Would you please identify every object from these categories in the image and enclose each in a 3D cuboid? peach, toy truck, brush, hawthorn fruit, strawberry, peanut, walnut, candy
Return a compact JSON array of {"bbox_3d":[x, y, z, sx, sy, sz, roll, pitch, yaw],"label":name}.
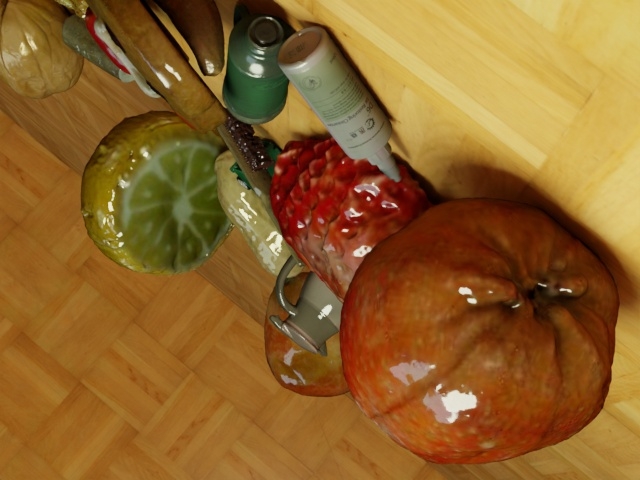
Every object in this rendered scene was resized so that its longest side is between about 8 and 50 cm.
[{"bbox_3d":[-0.005,0.152,1.901,0.214,0.214,0.235,27,145,49],"label":"peach"},{"bbox_3d":[-0.056,-0.073,1.520,0.147,0.065,0.079,47,168,-28],"label":"toy truck"},{"bbox_3d":[-0.070,-0.076,1.416,0.036,0.043,0.248,-45,69,45],"label":"brush"},{"bbox_3d":[0.145,0.091,1.007,0.258,0.258,0.261,36,128,19],"label":"hawthorn fruit"},{"bbox_3d":[0.044,0.003,1.277,0.336,0.149,0.265,31,167,44],"label":"strawberry"},{"bbox_3d":[-0.087,-0.042,1.610,0.099,0.090,0.214,-30,100,36],"label":"peanut"},{"bbox_3d":[-0.457,-0.310,1.700,0.159,0.159,0.206,35,166,26],"label":"walnut"},{"bbox_3d":[-0.238,-0.071,1.639,0.118,0.260,0.260,21,158,46],"label":"candy"}]

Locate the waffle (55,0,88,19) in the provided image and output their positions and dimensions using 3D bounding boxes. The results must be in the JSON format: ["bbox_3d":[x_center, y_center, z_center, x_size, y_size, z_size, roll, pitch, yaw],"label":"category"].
[{"bbox_3d":[-0.318,-0.339,1.385,0.291,0.051,0.291,39,170,8],"label":"waffle"}]

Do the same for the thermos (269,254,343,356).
[{"bbox_3d":[0.015,0.055,1.450,0.137,0.193,0.105,45,169,-20],"label":"thermos"}]

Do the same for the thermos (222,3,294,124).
[{"bbox_3d":[-0.061,-0.186,1.113,0.073,0.083,0.187,11,168,-5],"label":"thermos"}]

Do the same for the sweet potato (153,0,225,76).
[{"bbox_3d":[-0.168,-0.277,1.097,0.255,0.058,0.078,50,158,17],"label":"sweet potato"}]

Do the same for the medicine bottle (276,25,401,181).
[{"bbox_3d":[0.031,-0.122,1.062,0.058,0.057,0.199,27,162,49],"label":"medicine bottle"}]

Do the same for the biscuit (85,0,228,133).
[{"bbox_3d":[-0.202,-0.220,1.080,0.283,0.064,0.432,52,-179,-31],"label":"biscuit"}]

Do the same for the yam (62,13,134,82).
[{"bbox_3d":[-0.327,-0.286,1.610,0.132,0.054,0.054,35,168,17],"label":"yam"}]
